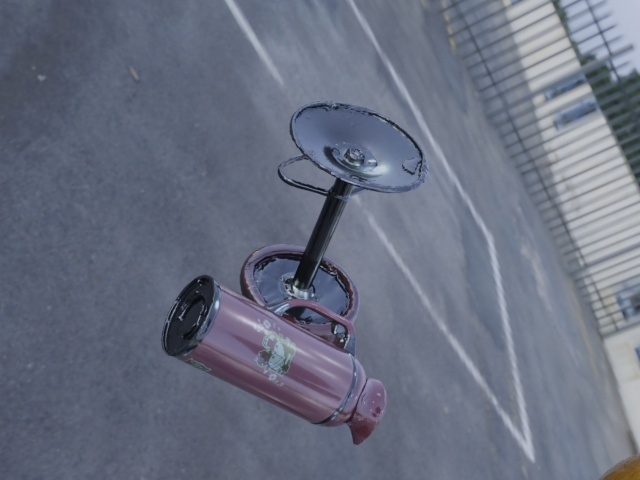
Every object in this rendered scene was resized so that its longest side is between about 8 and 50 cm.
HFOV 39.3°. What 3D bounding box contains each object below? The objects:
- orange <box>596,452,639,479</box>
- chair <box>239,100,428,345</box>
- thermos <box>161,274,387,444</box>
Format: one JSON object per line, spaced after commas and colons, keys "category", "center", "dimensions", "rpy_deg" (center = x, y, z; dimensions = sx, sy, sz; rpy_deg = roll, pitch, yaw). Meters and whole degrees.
{"category": "orange", "center": [0.337, 0.299, 0.877], "dimensions": [0.179, 0.237, 0.158], "rpy_deg": [6, 23, -33]}
{"category": "chair", "center": [0.000, 0.000, 1.459], "dimensions": [0.227, 0.401, 0.226], "rpy_deg": [14, 37, -11]}
{"category": "thermos", "center": [-0.039, 0.154, 1.182], "dimensions": [0.330, 0.109, 0.136], "rpy_deg": [32, 43, -29]}
